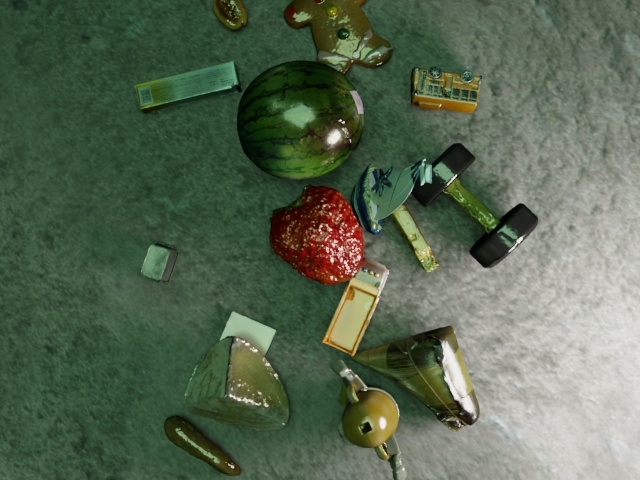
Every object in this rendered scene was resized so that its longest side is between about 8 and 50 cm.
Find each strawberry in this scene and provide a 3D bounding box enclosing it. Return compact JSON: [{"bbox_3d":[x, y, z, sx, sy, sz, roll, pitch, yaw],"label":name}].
[{"bbox_3d":[0.000,0.000,1.840,0.257,0.257,0.277,-35,71,1],"label":"strawberry"}]

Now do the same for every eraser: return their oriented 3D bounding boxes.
[{"bbox_3d":[-0.216,0.285,1.953,0.150,0.023,0.104,23,88,5],"label":"eraser"}]

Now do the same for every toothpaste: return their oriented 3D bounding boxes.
[{"bbox_3d":[-0.399,-0.465,1.989,0.312,0.071,0.089,-13,83,3],"label":"toothpaste"}]

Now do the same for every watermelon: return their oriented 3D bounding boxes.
[{"bbox_3d":[-0.059,-0.334,1.830,0.363,0.363,0.363,0,86,4],"label":"watermelon"}]

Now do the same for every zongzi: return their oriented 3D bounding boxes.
[{"bbox_3d":[0.269,0.417,1.872,0.317,0.154,0.289,-19,89,22],"label":"zongzi"}]

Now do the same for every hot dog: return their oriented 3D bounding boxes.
[{"bbox_3d":[-0.282,-0.708,2.005,0.090,0.060,0.140,-42,91,-4],"label":"hot dog"}]

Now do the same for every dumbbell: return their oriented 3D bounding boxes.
[{"bbox_3d":[0.429,-0.100,1.845,0.204,0.204,0.322,-44,85,0],"label":"dumbbell"}]

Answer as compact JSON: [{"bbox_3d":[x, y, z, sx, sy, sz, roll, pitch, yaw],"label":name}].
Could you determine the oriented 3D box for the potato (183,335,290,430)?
[{"bbox_3d":[-0.231,0.430,1.914,0.264,0.211,0.189,33,46,-27],"label":"potato"}]

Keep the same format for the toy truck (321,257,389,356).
[{"bbox_3d":[0.103,0.186,1.881,0.114,0.135,0.270,23,88,5],"label":"toy truck"}]

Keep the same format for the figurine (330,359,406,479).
[{"bbox_3d":[0.130,0.482,1.788,0.342,0.285,0.167,39,88,3],"label":"figurine"}]

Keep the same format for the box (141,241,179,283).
[{"bbox_3d":[-0.485,0.066,1.961,0.084,0.069,0.122,17,88,6],"label":"box"}]

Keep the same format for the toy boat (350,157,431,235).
[{"bbox_3d":[0.189,-0.159,1.860,0.291,0.070,0.210,-49,46,31],"label":"toy boat"}]

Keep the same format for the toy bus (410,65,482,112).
[{"bbox_3d":[0.361,-0.440,1.924,0.201,0.098,0.114,8,87,3],"label":"toy bus"}]

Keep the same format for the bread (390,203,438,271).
[{"bbox_3d":[0.272,-0.009,1.908,0.049,0.088,0.226,-31,84,0],"label":"bread"}]

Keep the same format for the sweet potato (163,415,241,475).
[{"bbox_3d":[-0.346,0.606,1.917,0.273,0.075,0.075,34,89,4],"label":"sweet potato"}]

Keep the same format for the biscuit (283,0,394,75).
[{"bbox_3d":[0.029,-0.702,1.978,0.283,0.064,0.432,-19,86,3],"label":"biscuit"}]
